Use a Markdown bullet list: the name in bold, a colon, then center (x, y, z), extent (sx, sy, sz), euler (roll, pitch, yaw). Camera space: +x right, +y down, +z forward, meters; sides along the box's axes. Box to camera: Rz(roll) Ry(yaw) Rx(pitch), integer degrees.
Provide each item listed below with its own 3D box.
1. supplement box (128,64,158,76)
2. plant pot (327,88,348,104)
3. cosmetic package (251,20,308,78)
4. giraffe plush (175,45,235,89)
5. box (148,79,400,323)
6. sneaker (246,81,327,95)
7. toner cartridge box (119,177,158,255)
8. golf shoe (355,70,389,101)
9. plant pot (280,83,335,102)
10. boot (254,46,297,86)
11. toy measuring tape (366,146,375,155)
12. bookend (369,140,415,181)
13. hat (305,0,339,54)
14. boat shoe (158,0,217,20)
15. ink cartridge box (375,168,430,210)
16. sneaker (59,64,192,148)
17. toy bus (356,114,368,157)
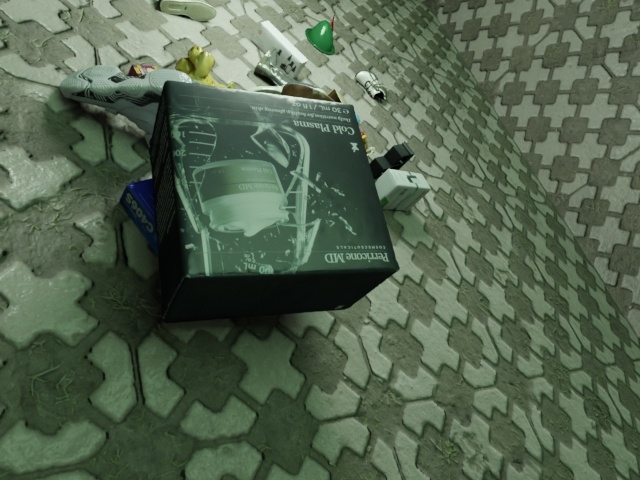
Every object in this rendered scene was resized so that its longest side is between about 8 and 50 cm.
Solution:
- **supplement box**: center (-0.553, -0.520, 1.563), extent (0.083, 0.043, 0.054), euler (-16, 70, -46)
- **plant pot**: center (0.069, -0.554, 2.091), extent (0.096, 0.109, 0.109), euler (10, 50, -51)
- **cosmetic package**: center (-0.173, -0.803, 2.090), extent (0.239, 0.099, 0.060), euler (44, 39, -1)
- **giraffe plush**: center (-0.374, -0.508, 1.635), extent (0.171, 0.181, 0.210), euler (30, 26, -51)
- **box**: center (-0.133, -0.081, 1.183), extent (0.481, 0.297, 0.471), euler (-1, 66, -26)
- **sneaker**: center (-0.153, -0.535, 1.874), extent (0.350, 0.131, 0.148), euler (-8, 35, -32)
- **toner cartridge box**: center (-0.349, -0.010, 1.284), extent (0.347, 0.075, 0.165), euler (53, 42, 9)
- **golf shoe**: center (0.256, -0.763, 2.445), extent (0.198, 0.077, 0.093), euler (29, 43, -18)
- **plant pot**: center (-0.074, -0.387, 1.727), extent (0.216, 0.215, 0.230), euler (24, 82, -24)
- **boot**: center (-0.150, -0.677, 2.022), extent (0.209, 0.076, 0.189), euler (30, 56, -8)
- **toy measuring tape**: center (0.057, -0.312, 1.815), extent (0.330, 0.121, 0.121), euler (-31, 79, -28)
- **bookend**: center (0.278, -0.321, 2.026), extent (0.156, 0.157, 0.072), euler (-22, 72, -49)
- **hat**: center (0.041, -1.051, 2.418), extent (0.173, 0.183, 0.208), euler (-8, 63, -44)
- **boat shoe**: center (-0.508, -0.908, 1.901), extent (0.233, 0.084, 0.079), euler (-6, 62, -40)
- **ink cartridge box**: center (0.306, -0.195, 1.948), extent (0.209, 0.153, 0.086), euler (1, 55, -41)
- **sneaker**: center (-0.527, -0.365, 1.391), extent (0.366, 0.210, 0.137), euler (3, 46, 4)
- **toy bus**: center (0.107, -0.385, 1.968), extent (0.105, 0.202, 0.190), euler (-24, 80, -17)
